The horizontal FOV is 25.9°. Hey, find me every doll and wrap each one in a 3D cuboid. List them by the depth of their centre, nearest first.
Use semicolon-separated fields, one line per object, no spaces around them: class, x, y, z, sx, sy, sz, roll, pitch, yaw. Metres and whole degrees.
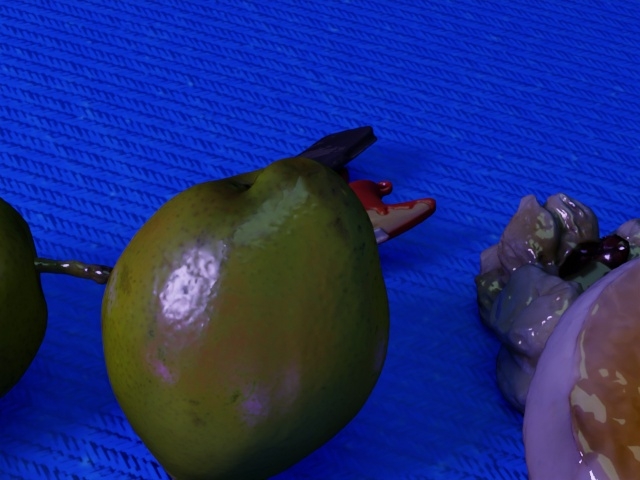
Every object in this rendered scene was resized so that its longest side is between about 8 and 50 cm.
doll;0.000;0.000;1.099;0.109;0.057;0.169;22;53;40

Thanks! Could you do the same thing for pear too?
pear;-0.048;0.046;0.905;0.188;0.219;0.187;10;33;-7
pear;-0.246;0.030;0.923;0.216;0.166;0.180;-18;30;-5

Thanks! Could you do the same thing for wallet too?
wallet;-0.019;-0.053;1.154;0.082;0.018;0.157;-11;20;48

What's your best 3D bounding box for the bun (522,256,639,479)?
bun;0.264;0.152;0.885;0.299;0.164;0.298;4;55;-6

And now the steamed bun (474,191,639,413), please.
steamed bun;0.216;0.046;1.044;0.192;0.106;0.177;9;42;-3
